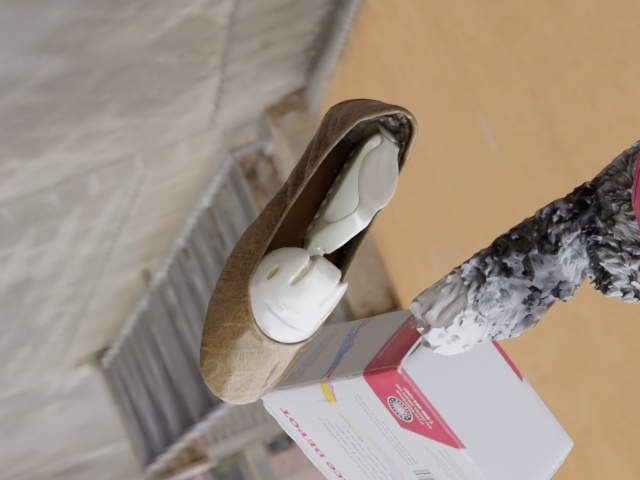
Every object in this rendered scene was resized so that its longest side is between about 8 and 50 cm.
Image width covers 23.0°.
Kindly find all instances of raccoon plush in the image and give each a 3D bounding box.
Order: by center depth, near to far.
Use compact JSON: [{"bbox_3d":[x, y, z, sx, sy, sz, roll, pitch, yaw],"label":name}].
[{"bbox_3d":[0.340,0.058,1.367,0.446,0.299,0.216,-35,171,6],"label":"raccoon plush"}]

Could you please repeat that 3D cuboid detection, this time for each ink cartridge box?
[{"bbox_3d":[0.102,0.201,1.795,0.131,0.226,0.306,-46,-164,-28],"label":"ink cartridge box"}]

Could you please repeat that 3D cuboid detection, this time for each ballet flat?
[{"bbox_3d":[0.000,0.000,1.496,0.124,0.116,0.342,-12,-138,59],"label":"ballet flat"}]

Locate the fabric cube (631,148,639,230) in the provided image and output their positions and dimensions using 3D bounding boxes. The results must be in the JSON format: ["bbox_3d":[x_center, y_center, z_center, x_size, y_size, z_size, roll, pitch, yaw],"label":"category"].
[{"bbox_3d":[0.327,-0.006,0.782,0.259,0.258,0.254,-2,140,-6],"label":"fabric cube"}]
